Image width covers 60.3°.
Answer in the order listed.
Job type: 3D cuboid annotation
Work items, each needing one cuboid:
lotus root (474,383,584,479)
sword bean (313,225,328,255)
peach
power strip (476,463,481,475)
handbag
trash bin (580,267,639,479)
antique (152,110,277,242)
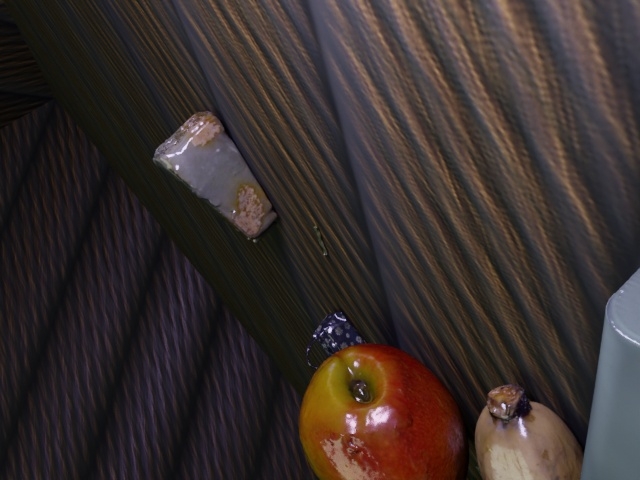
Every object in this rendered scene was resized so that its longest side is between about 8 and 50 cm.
[{"bbox_3d":[0.299,0.326,0.790,0.154,0.140,0.256,-1,120,60],"label":"lotus root"},{"bbox_3d":[0.000,0.000,1.078,0.012,0.012,0.083,34,156,42],"label":"sword bean"},{"bbox_3d":[0.128,0.377,1.051,0.372,0.290,0.372,44,164,16],"label":"peach"},{"bbox_3d":[0.363,0.514,1.190,0.083,0.017,0.027,60,161,-22],"label":"power strip"},{"bbox_3d":[0.025,0.246,1.284,0.115,0.139,0.072,53,154,-4],"label":"handbag"},{"bbox_3d":[0.326,0.179,0.411,0.223,0.158,0.343,32,153,45],"label":"trash bin"},{"bbox_3d":[-0.206,-0.120,1.176,0.284,0.150,0.125,51,168,-27],"label":"antique"}]
